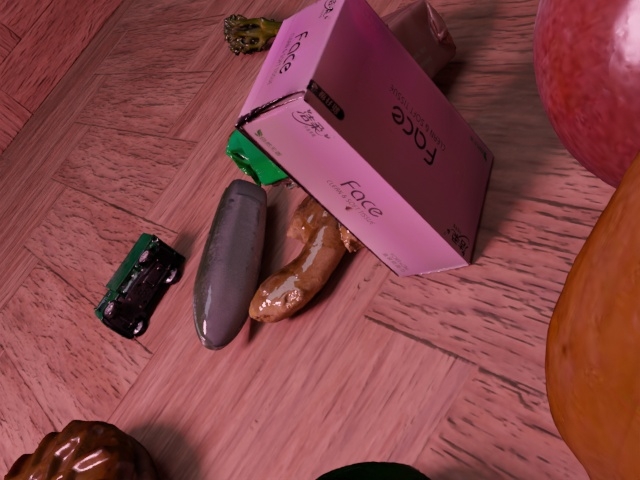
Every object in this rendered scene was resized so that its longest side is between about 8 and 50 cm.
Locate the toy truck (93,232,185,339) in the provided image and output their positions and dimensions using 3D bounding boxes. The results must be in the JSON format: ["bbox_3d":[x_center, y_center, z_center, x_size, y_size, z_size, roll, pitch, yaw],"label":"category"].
[{"bbox_3d":[-0.264,0.066,1.110,0.079,0.065,0.147,7,62,56],"label":"toy truck"}]

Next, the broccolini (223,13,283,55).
[{"bbox_3d":[-0.049,-0.360,1.319,0.074,0.079,0.392,-48,38,-19],"label":"broccolini"}]

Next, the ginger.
[{"bbox_3d":[-0.009,0.002,0.875,0.214,0.059,0.133,-49,39,1],"label":"ginger"}]

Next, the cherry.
[{"bbox_3d":[0.268,-0.162,0.527,0.221,0.307,0.261,18,59,8],"label":"cherry"}]

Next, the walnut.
[{"bbox_3d":[0.224,0.042,0.405,0.298,0.203,0.203,-63,26,23],"label":"walnut"}]

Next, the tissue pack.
[{"bbox_3d":[0.053,-0.095,0.719,0.092,0.246,0.148,-15,46,42],"label":"tissue pack"}]

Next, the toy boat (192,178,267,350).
[{"bbox_3d":[-0.114,0.031,0.958,0.085,0.078,0.260,-55,21,41],"label":"toy boat"}]

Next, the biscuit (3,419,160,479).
[{"bbox_3d":[-0.302,0.342,0.805,0.332,0.103,0.332,-35,26,20],"label":"biscuit"}]

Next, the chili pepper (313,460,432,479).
[{"bbox_3d":[0.051,0.234,0.490,0.148,0.116,0.264,-31,36,0],"label":"chili pepper"}]

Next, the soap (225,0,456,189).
[{"bbox_3d":[0.025,-0.170,0.911,0.273,0.098,0.218,-45,16,-30],"label":"soap"}]
